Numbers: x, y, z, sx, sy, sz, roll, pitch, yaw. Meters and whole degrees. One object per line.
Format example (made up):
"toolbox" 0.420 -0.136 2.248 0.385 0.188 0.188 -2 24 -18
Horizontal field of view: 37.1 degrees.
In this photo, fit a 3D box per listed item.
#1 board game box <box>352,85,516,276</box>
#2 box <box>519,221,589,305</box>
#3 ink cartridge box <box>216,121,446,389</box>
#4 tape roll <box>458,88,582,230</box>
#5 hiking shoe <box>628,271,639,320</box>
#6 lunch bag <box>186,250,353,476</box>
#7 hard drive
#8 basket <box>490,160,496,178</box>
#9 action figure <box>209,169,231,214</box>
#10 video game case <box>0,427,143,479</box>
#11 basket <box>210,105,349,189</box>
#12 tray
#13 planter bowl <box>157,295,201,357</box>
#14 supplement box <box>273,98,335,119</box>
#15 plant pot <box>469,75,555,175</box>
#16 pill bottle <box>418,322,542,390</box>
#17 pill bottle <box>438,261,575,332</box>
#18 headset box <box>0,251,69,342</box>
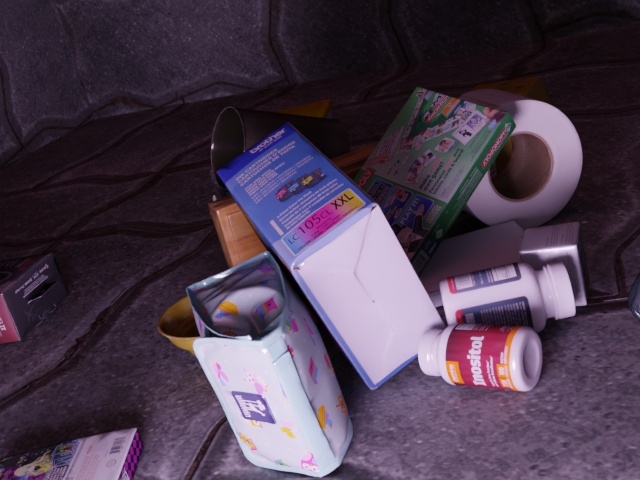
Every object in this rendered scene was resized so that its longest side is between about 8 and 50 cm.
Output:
"board game box" 0.167 -0.109 1.650 0.213 0.046 0.317 27 79 44
"box" 0.359 0.039 1.459 0.087 0.101 0.102 -8 19 20
"ink cartridge box" 0.000 0.000 1.440 0.151 0.270 0.395 -34 34 -3
"tape roll" 0.340 -0.154 1.786 0.246 0.246 0.169 -19 19 -10
"hiking shoe" 0.526 0.041 1.365 0.304 0.113 0.132 -34 -8 -32
"lunch bag" -0.065 0.167 1.249 0.160 0.223 0.262 -24 22 -7
"hard drive" 0.216 0.050 1.629 0.307 0.040 0.203 -16 19 -2
"basket" 0.273 -0.127 1.970 0.167 0.103 0.113 6 28 45
"action figure" -0.144 -0.067 1.939 0.164 0.141 0.276 -24 51 -5
"video game case" -0.357 0.342 1.257 0.210 0.042 0.232 -14 19 5
"basket" -0.073 -0.172 1.822 0.227 0.154 0.204 0 -3 -24
"tray" 0.019 -0.038 1.770 0.411 0.203 0.076 -21 21 -15
"planter bowl" -0.150 0.146 1.564 0.217 0.090 0.217 -14 19 5
"supplement box" -0.061 -0.182 2.235 0.195 0.194 0.356 -11 19 12
"plant pot" 0.401 -0.238 2.053 0.212 0.187 0.212 -5 22 27
"pill bottle" 0.212 0.154 1.279 0.152 0.086 0.086 -1 24 36
"pill bottle" 0.270 0.089 1.379 0.180 0.108 0.108 -13 20 7
"headset box" -0.685 0.128 1.982 0.293 0.110 0.218 -9 20 18
